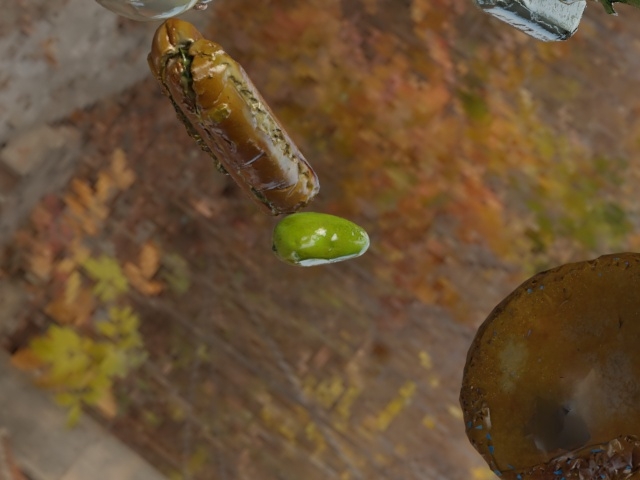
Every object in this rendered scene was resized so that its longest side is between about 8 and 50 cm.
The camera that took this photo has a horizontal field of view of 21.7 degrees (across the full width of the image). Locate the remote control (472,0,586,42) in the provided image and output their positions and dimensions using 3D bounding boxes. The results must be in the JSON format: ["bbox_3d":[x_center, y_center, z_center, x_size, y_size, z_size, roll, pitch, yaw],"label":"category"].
[{"bbox_3d":[0.249,-0.304,1.994,0.247,0.052,0.104,12,87,-55],"label":"remote control"}]

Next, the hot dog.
[{"bbox_3d":[-0.078,-0.106,1.579,0.072,0.115,0.269,-51,140,-12],"label":"hot dog"}]

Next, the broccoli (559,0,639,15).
[{"bbox_3d":[0.374,-0.296,1.765,0.269,0.269,0.254,-55,142,7],"label":"broccoli"}]

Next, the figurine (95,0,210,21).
[{"bbox_3d":[-0.108,-0.403,1.907,0.394,0.226,0.275,-18,128,-32],"label":"figurine"}]

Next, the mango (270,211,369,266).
[{"bbox_3d":[0.000,0.000,1.728,0.073,0.108,0.056,168,-75,-67],"label":"mango"}]

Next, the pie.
[{"bbox_3d":[0.255,0.134,1.485,0.273,0.273,0.069,-56,155,12],"label":"pie"}]
